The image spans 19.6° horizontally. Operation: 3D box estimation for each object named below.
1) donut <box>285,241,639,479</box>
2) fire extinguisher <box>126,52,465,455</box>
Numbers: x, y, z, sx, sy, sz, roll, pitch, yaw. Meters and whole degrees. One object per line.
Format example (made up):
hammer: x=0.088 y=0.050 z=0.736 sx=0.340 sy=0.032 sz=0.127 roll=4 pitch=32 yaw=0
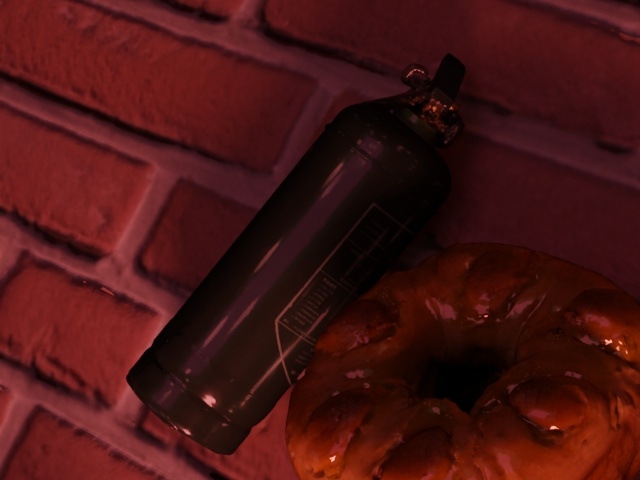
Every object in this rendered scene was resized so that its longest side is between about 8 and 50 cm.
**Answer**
donut: x=0.093 y=0.100 z=1.108 sx=0.227 sy=0.114 sz=0.226 roll=-14 pitch=42 yaw=13
fire extinguisher: x=0.000 y=0.000 z=1.262 sx=0.095 sy=0.114 sz=0.311 roll=39 pitch=95 yaw=-6
